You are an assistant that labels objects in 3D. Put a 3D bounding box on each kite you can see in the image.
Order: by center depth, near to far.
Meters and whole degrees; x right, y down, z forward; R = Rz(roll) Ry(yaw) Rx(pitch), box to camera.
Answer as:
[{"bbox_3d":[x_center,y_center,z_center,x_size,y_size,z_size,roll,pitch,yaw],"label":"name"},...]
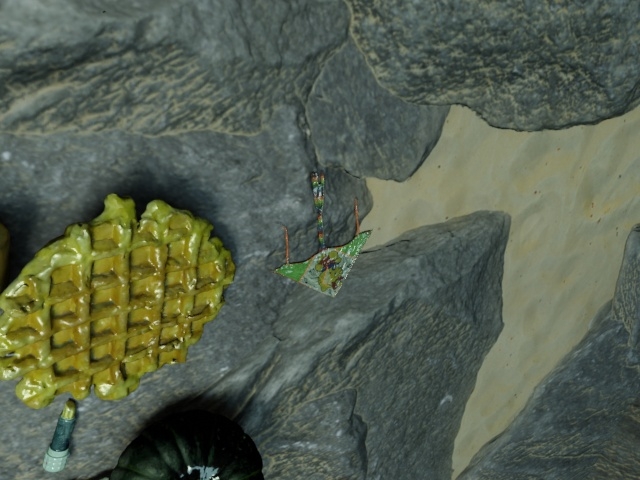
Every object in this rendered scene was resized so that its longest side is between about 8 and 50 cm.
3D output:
[{"bbox_3d":[0.000,0.000,0.810,0.198,0.006,0.244,-18,120,-15],"label":"kite"}]

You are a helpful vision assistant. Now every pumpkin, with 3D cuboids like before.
[{"bbox_3d":[-0.209,0.397,0.758,0.250,0.216,0.249,7,67,-17],"label":"pumpkin"}]

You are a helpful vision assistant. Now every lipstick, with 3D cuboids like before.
[{"bbox_3d":[-0.407,0.307,0.752,0.037,0.037,0.116,16,102,-29],"label":"lipstick"}]

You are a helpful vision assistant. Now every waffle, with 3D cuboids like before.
[{"bbox_3d":[-0.264,0.092,0.642,0.325,0.068,0.302,-47,145,-6],"label":"waffle"}]

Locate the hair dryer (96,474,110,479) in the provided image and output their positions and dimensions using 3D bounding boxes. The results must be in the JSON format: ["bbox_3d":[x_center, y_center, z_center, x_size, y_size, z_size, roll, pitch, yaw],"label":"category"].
[{"bbox_3d":[-0.499,0.444,0.752,0.357,0.107,0.173,-18,120,-26],"label":"hair dryer"}]

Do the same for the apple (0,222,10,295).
[{"bbox_3d":[-0.515,0.059,0.496,0.309,0.252,0.314,9,153,-27],"label":"apple"}]
